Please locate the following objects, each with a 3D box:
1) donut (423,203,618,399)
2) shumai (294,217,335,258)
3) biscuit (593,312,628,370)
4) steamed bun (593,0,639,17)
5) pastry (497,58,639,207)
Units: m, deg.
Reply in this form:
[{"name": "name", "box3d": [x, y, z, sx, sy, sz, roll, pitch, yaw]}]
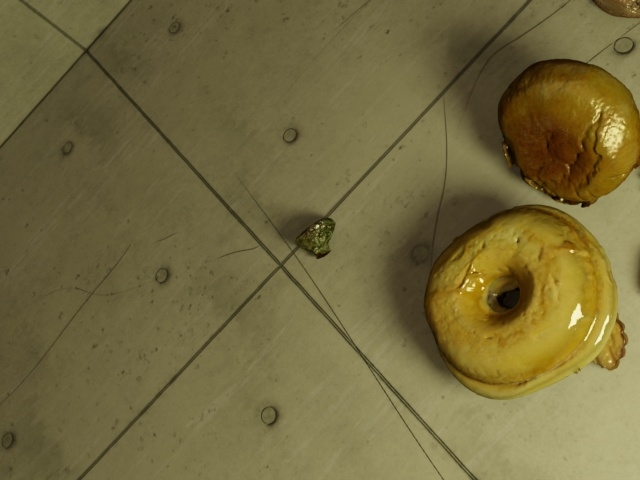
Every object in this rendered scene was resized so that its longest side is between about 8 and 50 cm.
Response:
[{"name": "donut", "box3d": [0.432, 0.134, 1.498, 0.449, 0.198, 0.448, -17, 64, 39]}, {"name": "shumai", "box3d": [0.000, 0.000, 1.866, 0.124, 0.099, 0.087, -38, 76, 12]}, {"name": "biscuit", "box3d": [0.615, 0.195, 1.501, 0.118, 0.061, 0.183, -49, 58, 23]}, {"name": "steamed bun", "box3d": [0.777, -0.645, 1.709, 0.175, 0.106, 0.144, 35, 89, 29]}, {"name": "pastry", "box3d": [0.563, -0.245, 1.542, 0.164, 0.356, 0.356, -35, 55, -24]}]
